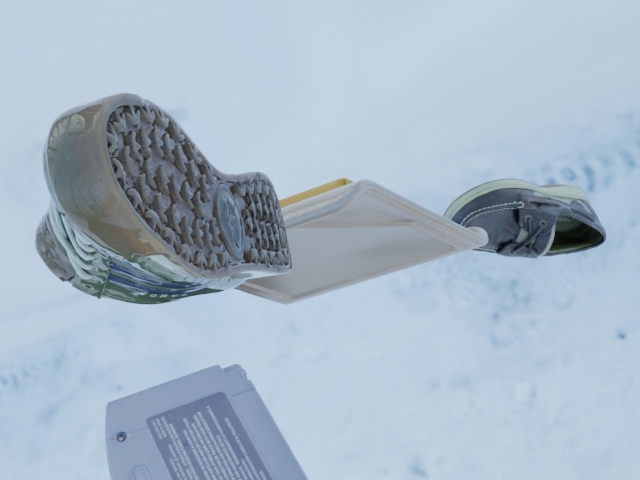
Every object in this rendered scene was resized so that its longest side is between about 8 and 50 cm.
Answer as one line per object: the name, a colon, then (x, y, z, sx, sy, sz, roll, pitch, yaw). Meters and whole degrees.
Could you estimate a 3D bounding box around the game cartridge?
game cartridge: (-0.124, 0.266, 1.387, 0.196, 0.060, 0.294, -15, 41, -19)

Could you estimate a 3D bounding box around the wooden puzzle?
wooden puzzle: (0.000, 0.000, 1.101, 0.221, 0.239, 0.044, -18, 72, 30)

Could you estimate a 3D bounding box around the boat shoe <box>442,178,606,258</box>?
boat shoe: (0.229, -0.017, 1.380, 0.073, 0.224, 0.080, 48, 128, 37)

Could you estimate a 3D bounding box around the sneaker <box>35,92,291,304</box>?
sneaker: (-0.079, -0.004, 0.505, 0.086, 0.192, 0.064, -14, 79, 14)
